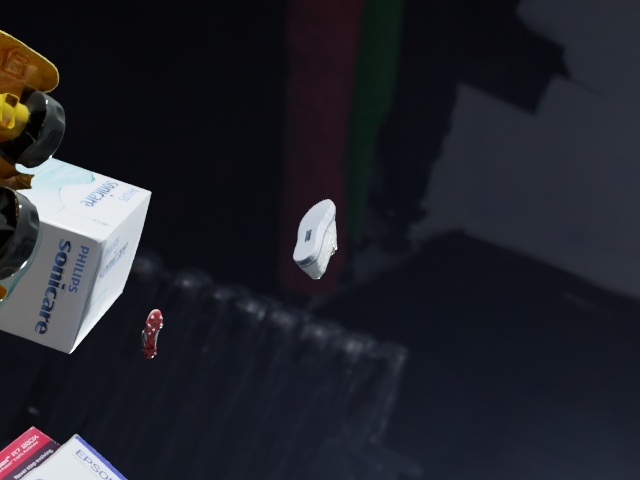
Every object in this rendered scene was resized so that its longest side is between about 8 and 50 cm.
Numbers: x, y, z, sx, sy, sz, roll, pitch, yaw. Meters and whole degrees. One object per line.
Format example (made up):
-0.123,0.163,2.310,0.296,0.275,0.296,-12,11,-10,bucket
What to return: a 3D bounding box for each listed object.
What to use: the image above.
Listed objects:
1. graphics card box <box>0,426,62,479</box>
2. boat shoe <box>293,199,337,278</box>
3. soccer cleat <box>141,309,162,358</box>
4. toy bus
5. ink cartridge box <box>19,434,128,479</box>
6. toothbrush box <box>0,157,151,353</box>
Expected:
-0.293,0.397,1.659,0.233,0.371,0.094,-38,-33,-41,graphics card box
0.000,0.000,1.380,0.035,0.035,0.100,54,-152,-27,boat shoe
-0.273,0.148,2.235,0.029,0.035,0.083,-1,-71,-30,soccer cleat
-0.342,-0.064,1.190,0.149,0.211,0.220,25,-109,-41,toy bus
-0.172,0.255,0.819,0.069,0.176,0.371,-48,-2,22,ink cartridge box
-0.343,-0.019,1.402,0.216,0.295,0.126,-73,1,-75,toothbrush box
